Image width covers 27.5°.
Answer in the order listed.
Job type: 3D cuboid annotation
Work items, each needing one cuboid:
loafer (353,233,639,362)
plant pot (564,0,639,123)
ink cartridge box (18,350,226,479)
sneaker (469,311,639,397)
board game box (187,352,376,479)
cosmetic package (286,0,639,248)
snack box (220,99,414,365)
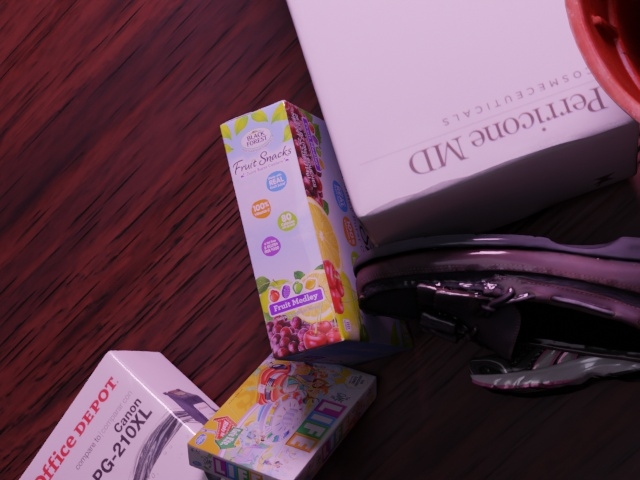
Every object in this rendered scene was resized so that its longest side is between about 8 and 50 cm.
[{"bbox_3d":[0.171,0.053,1.019,0.302,0.109,0.095,0,67,12],"label":"loafer"},{"bbox_3d":[0.342,-0.171,0.946,0.272,0.265,0.273,-3,83,25],"label":"plant pot"},{"bbox_3d":[-0.142,0.238,1.207,0.237,0.100,0.172,39,100,23],"label":"ink cartridge box"},{"bbox_3d":[0.212,0.085,1.091,0.178,0.072,0.077,-10,73,12],"label":"sneaker"},{"bbox_3d":[-0.031,0.157,1.146,0.103,0.154,0.026,16,127,25],"label":"board game box"},{"bbox_3d":[0.081,-0.238,1.095,0.230,0.161,0.453,-20,73,6],"label":"cosmetic package"},{"bbox_3d":[0.000,0.000,1.131,0.070,0.174,0.207,-17,76,20],"label":"snack box"}]
